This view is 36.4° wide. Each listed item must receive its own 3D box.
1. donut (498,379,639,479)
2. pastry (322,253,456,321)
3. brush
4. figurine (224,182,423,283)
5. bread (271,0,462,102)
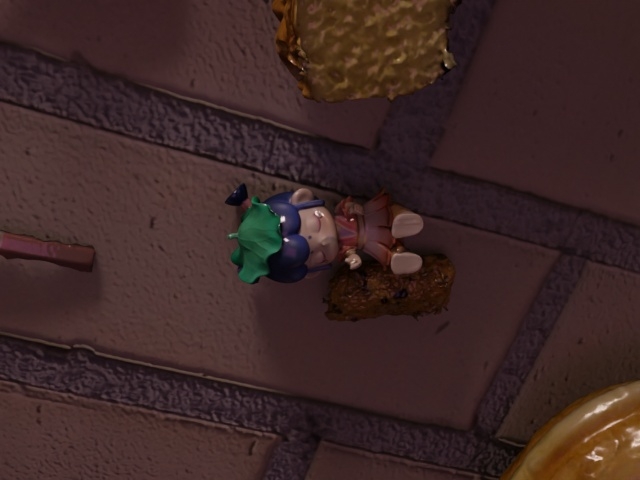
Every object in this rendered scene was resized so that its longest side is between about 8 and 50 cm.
[{"bbox_3d":[0.418,0.352,1.197,0.448,0.198,0.449,-3,117,-7],"label":"donut"},{"bbox_3d":[0.075,0.051,1.069,0.140,0.056,0.080,-2,127,-13],"label":"pastry"},{"bbox_3d":[-0.377,-0.004,0.978,0.301,0.071,0.084,12,114,-20],"label":"brush"},{"bbox_3d":[0.000,0.000,1.006,0.195,0.102,0.112,-1,107,-10],"label":"figurine"},{"bbox_3d":[0.036,-0.259,0.842,0.160,0.147,0.261,-7,127,-13],"label":"bread"}]
